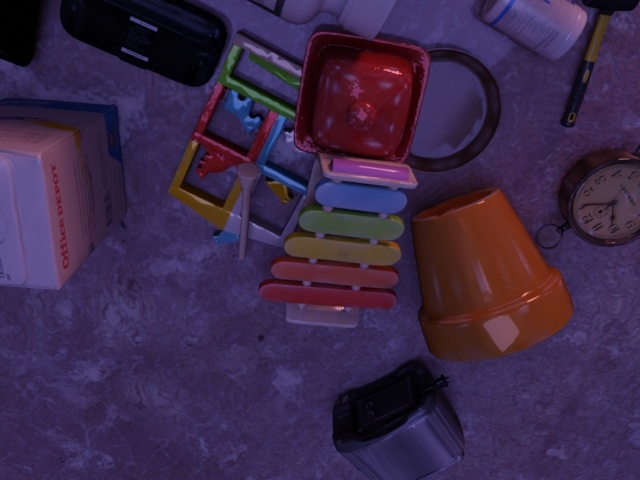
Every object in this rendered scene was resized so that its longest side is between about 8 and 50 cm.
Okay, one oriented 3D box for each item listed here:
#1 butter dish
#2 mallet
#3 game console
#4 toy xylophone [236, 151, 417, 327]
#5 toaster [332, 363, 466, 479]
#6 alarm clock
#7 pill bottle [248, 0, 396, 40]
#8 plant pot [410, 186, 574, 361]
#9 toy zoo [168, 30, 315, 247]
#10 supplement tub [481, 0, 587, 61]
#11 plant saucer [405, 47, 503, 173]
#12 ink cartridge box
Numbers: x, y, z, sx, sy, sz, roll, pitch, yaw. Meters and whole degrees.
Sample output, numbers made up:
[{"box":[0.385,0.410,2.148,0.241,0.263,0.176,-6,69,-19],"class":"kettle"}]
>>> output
[{"box":[0.050,-0.163,0.710,0.160,0.118,0.160,9,114,-2],"class":"butter dish"},{"box":[0.338,-0.240,0.741,0.062,0.039,0.190,13,119,-5],"class":"mallet"},{"box":[-0.303,-0.288,0.721,0.361,0.044,0.213,20,134,-17],"class":"game console"},{"box":[0.000,0.000,0.793,0.236,0.081,0.323,0,138,-3],"class":"toy xylophone"},{"box":[0.140,0.309,0.960,0.227,0.129,0.146,-31,114,14],"class":"toaster"},{"box":[0.387,-0.049,0.810,0.192,0.064,0.129,-36,109,15],"class":"alarm clock"},{"box":[-0.055,-0.349,0.627,0.318,0.176,0.176,25,114,-9],"class":"pill bottle"},{"box":[0.215,0.036,0.799,0.205,0.205,0.188,-21,97,12],"class":"plant pot"},{"box":[-0.090,-0.114,0.820,0.192,0.030,0.293,26,114,-10],"class":"toy zoo"},{"box":[0.259,-0.275,0.706,0.107,0.071,0.071,26,114,-10],"class":"supplement tub"},{"box":[0.158,-0.174,0.782,0.168,0.029,0.168,1,115,3],"class":"plant saucer"},{"box":[-0.375,-0.071,0.742,0.168,0.233,0.171,5,115,0],"class":"ink cartridge box"}]
